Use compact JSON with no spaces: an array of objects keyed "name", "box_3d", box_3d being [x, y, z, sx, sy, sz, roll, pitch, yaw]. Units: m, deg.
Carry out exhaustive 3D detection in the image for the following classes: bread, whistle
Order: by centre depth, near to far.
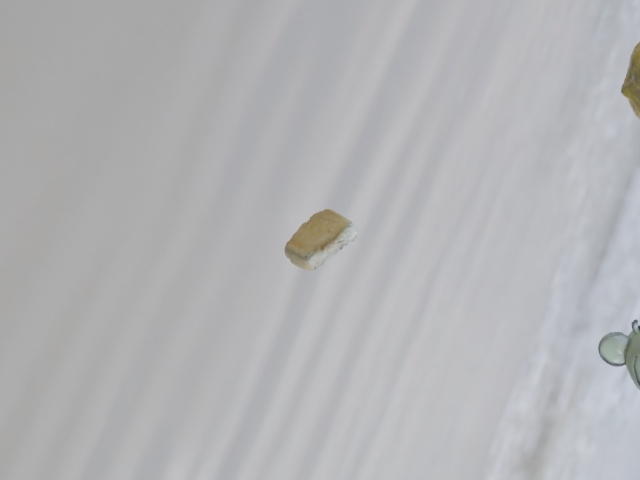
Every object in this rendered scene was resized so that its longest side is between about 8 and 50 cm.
[{"name":"whistle","box_3d":[0.393,0.172,1.739,0.236,0.114,0.077,57,25,-22]},{"name":"bread","box_3d":[0.000,0.000,1.971,0.083,0.070,0.035,-40,122,-17]}]

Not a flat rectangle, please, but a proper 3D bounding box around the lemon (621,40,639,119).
[{"name":"lemon","box_3d":[0.530,-0.228,2.298,0.180,0.193,0.180,9,90,-74]}]
